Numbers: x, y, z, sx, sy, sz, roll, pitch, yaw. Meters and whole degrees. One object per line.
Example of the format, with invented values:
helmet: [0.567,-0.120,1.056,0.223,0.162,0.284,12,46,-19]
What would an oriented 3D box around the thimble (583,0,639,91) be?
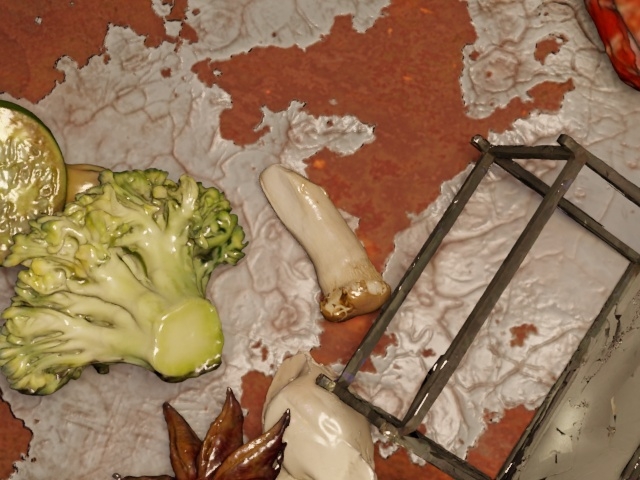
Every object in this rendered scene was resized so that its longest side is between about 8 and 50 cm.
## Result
thimble: [0.447,-0.321,1.145,0.350,0.350,0.230,-23,84,0]

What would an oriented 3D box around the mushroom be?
mushroom: [0.000,0.000,1.264,0.084,0.071,0.209,-37,78,31]

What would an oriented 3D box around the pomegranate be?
pomegranate: [-0.368,-0.076,1.248,0.241,0.159,0.189,-25,105,-19]

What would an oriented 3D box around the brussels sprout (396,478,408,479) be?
brussels sprout: [0.148,0.423,1.102,0.315,0.276,0.371,-31,82,30]

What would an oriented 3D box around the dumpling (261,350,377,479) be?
dumpling: [-0.009,0.223,1.217,0.136,0.118,0.199,-43,48,7]

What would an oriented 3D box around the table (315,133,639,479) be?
table: [0.220,0.097,1.124,0.272,0.222,0.335,34,85,-17]

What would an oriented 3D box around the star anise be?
star anise: [-0.113,0.292,1.186,0.272,0.102,0.272,-14,58,24]

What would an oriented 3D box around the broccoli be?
broccoli: [-0.208,0.058,1.162,0.248,0.245,0.288,15,96,-39]
